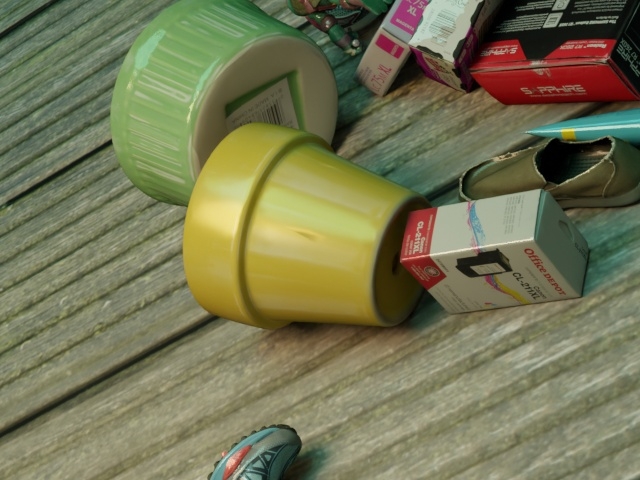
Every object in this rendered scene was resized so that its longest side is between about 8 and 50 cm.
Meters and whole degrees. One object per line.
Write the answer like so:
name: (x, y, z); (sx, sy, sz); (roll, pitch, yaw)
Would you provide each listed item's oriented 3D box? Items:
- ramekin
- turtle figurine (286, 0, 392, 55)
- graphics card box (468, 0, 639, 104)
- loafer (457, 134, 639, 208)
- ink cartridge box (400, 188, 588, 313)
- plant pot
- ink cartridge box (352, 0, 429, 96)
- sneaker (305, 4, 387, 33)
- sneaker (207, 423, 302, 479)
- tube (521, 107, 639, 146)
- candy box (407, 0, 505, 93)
ramekin: (-0.118, -0.170, 1.990); (0.148, 0.303, 0.303); (27, 75, 41)
turtle figurine: (0.019, -0.339, 2.002); (0.234, 0.118, 0.175); (-11, 85, 62)
graphics card box: (0.367, -0.340, 1.869); (0.232, 0.094, 0.371); (3, 59, 50)
loafer: (0.267, -0.085, 1.749); (0.251, 0.087, 0.094); (-9, 51, 34)
ink cartridge box: (0.200, 0.015, 1.687); (0.175, 0.127, 0.072); (-10, 52, 34)
plant pot: (0.000, 0.000, 1.797); (0.239, 0.254, 0.254); (15, 66, 28)
ink cartridge box: (0.155, -0.362, 2.029); (0.311, 0.065, 0.186); (-58, 1, -19)
sneaker: (0.082, -0.428, 2.147); (0.121, 0.112, 0.299); (39, 83, 6)
sneaker: (-0.083, 0.337, 1.689); (0.125, 0.104, 0.262); (28, 79, 31)
tube: (0.348, -0.133, 1.743); (0.207, 0.080, 0.052); (-1, 85, 37)
candy box: (0.203, -0.323, 1.911); (0.071, 0.159, 0.233); (24, 88, 14)
